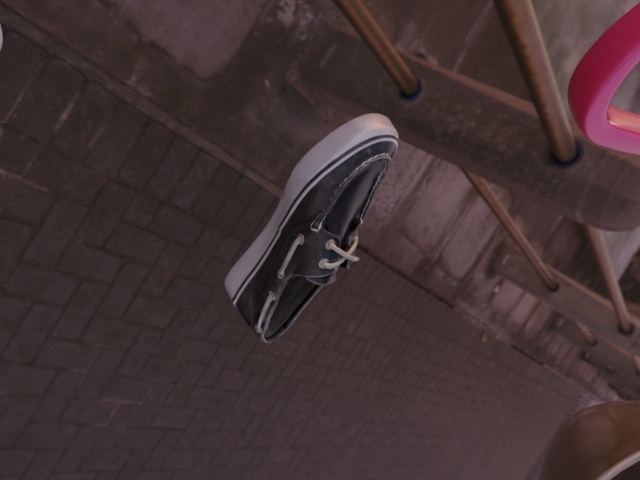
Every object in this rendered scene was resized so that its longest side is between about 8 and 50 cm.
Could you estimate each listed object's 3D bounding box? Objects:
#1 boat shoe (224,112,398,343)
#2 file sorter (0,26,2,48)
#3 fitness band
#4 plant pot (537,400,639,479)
[{"bbox_3d":[0.000,0.000,0.447,0.077,0.070,0.219,-5,142,-44],"label":"boat shoe"},{"bbox_3d":[-0.439,-0.260,0.468,0.193,0.277,0.173,-41,164,-35],"label":"file sorter"},{"bbox_3d":[0.381,-0.163,0.555,0.290,0.054,0.209,4,148,-32],"label":"fitness band"},{"bbox_3d":[0.293,0.246,0.485,0.257,0.256,0.274,-58,172,5],"label":"plant pot"}]
